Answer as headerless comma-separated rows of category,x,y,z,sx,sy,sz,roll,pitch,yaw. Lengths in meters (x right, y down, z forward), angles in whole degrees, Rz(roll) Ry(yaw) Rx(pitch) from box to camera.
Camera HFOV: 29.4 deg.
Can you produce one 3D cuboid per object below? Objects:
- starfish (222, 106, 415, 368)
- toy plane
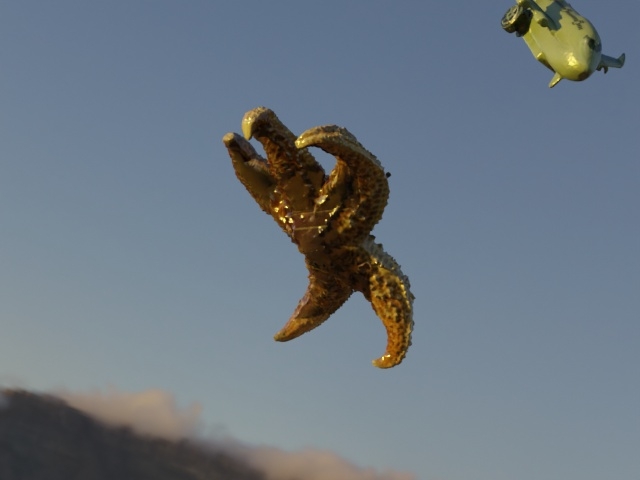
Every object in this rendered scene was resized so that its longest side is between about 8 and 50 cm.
starfish,0.002,0.000,1.007,0.238,0.071,0.216,54,-33,8
toy plane,0.100,-0.087,0.515,0.080,0.083,0.033,34,-61,-25
